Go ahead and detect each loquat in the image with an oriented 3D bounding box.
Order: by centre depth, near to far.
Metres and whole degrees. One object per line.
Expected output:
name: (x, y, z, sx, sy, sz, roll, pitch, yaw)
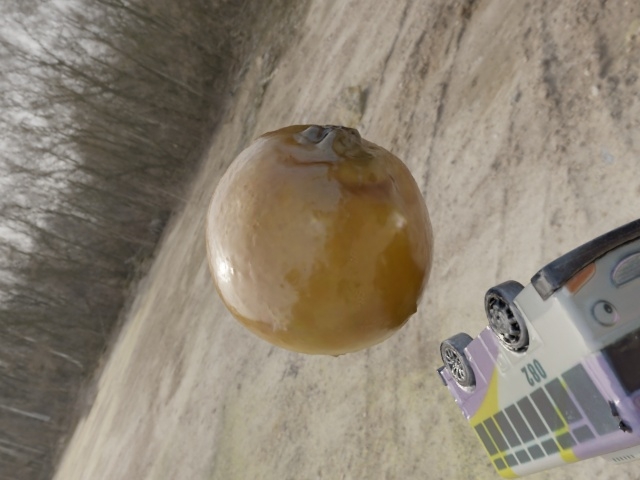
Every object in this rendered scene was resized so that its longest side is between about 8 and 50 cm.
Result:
loquat: (0.000, 0.000, 0.848, 0.328, 0.329, 0.328, -56, 18, 30)

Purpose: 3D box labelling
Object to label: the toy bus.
toy bus: (0.339, 0.167, 0.806, 0.249, 0.210, 0.439, 62, 163, 22)
